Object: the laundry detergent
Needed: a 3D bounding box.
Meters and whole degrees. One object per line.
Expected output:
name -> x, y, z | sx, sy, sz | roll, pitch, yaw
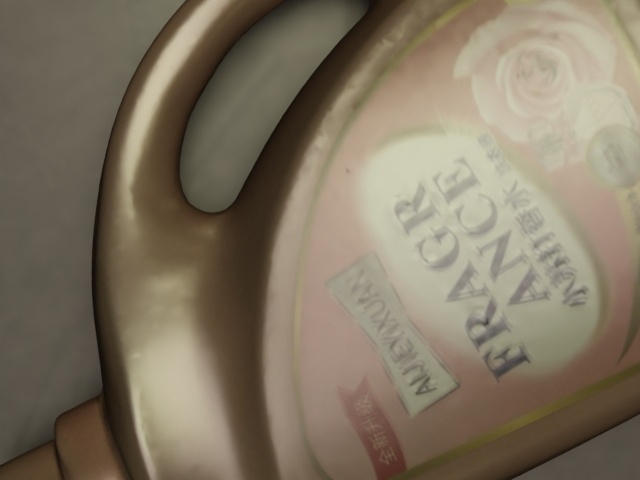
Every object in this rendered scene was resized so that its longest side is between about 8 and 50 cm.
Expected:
laundry detergent -> 0.000, 0.000, 0.535 | 0.237, 0.076, 0.171 | -24, 91, 1
